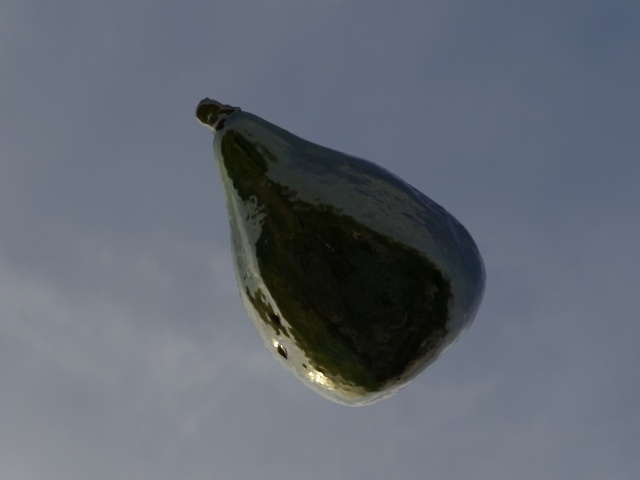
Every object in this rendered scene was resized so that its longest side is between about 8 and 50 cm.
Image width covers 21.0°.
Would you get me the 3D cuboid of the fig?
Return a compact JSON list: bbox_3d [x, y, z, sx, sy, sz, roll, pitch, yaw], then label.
[{"bbox_3d":[0.000,0.000,0.863,0.117,0.117,0.177,-38,-74,14],"label":"fig"}]
